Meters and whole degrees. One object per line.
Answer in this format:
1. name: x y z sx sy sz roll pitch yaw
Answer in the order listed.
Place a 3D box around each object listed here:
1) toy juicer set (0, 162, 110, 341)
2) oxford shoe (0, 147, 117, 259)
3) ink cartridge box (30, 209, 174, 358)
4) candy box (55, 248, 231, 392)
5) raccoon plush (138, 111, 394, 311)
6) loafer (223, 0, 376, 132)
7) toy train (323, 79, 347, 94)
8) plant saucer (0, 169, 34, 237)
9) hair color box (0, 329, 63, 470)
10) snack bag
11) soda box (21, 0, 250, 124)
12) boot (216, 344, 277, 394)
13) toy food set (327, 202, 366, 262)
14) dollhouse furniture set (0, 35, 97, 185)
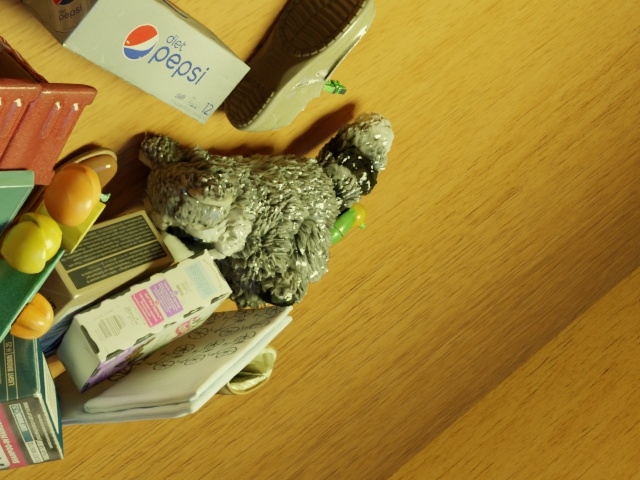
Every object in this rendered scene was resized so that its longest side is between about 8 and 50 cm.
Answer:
1. toy juicer set: -0.316 0.061 1.135 0.329 0.089 0.209 -58 -170 -24
2. oxford shoe: -0.331 -0.031 1.385 0.212 0.076 0.076 -44 151 -6
3. ink cartridge box: -0.331 0.073 1.405 0.235 0.088 0.193 -40 170 34
4. candy box: -0.231 0.105 1.413 0.196 0.070 0.165 -29 172 -28
5. raccoon plush: -0.087 -0.116 1.572 0.446 0.216 0.299 -60 149 -29
6. loafer: -0.022 -0.254 1.499 0.268 0.102 0.092 -43 156 16
7. toy train: 0.011 -0.233 1.647 0.083 0.024 0.017 -2 130 -55
8. plant saucer: -0.344 0.006 1.059 0.192 0.018 0.067 -51 158 26
9. hair color box: -0.497 0.215 1.298 0.347 0.105 0.174 -9 143 -8
10. snack bag: -0.245 0.175 1.527 0.323 0.343 0.037 -40 117 -61
11. soda box: -0.204 -0.236 1.263 0.098 0.091 0.286 -49 153 9
12. boot: -0.179 0.189 1.680 0.236 0.270 0.089 -29 108 -55
13. toy food set: 0.000 0.000 1.839 0.218 0.071 0.128 -39 -171 -11
14. dollhouse furniture set: -0.415 -0.060 1.087 0.374 0.201 0.152 -55 157 21
